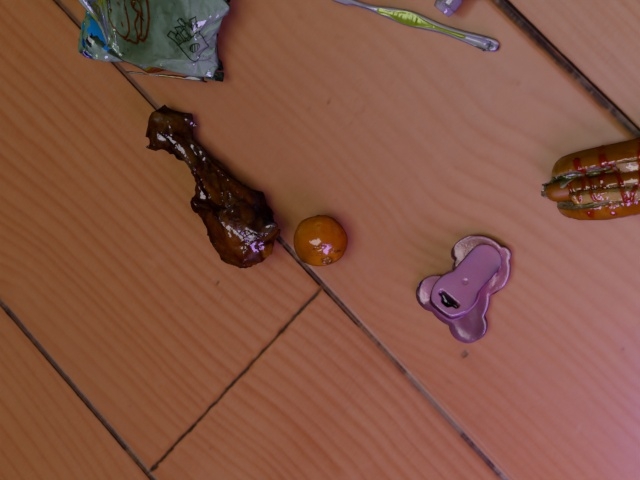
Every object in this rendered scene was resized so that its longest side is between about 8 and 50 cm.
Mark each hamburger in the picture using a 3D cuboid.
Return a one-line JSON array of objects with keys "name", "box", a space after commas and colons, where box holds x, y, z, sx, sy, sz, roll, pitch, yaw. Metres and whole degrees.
[{"name": "hamburger", "box": [-0.248, -0.375, 1.726, 0.261, 0.150, 0.276, 26, 107, 16]}]

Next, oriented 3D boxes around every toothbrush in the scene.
[{"name": "toothbrush", "box": [0.132, -0.316, 1.640, 0.263, 0.026, 0.022, 22, 112, 19]}]

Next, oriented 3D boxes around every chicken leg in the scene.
[{"name": "chicken leg", "box": [-0.168, -0.090, 1.779, 0.113, 0.093, 0.304, -37, 75, 6]}]

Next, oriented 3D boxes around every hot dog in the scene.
[{"name": "hot dog", "box": [0.418, -0.084, 1.531, 0.250, 0.076, 0.104, -9, 96, 22]}]

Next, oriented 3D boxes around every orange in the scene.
[{"name": "orange", "box": [0.001, 0.000, 1.717, 0.084, 0.083, 0.083, 4, 100, 22]}]

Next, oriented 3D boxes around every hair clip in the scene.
[{"name": "hair clip", "box": [0.215, 0.065, 1.666, 0.123, 0.102, 0.138, 36, 78, 12]}]

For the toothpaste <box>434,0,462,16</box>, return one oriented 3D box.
[{"name": "toothpaste", "box": [0.254, -0.439, 1.559, 0.301, 0.048, 0.075, -54, 49, 14]}]
